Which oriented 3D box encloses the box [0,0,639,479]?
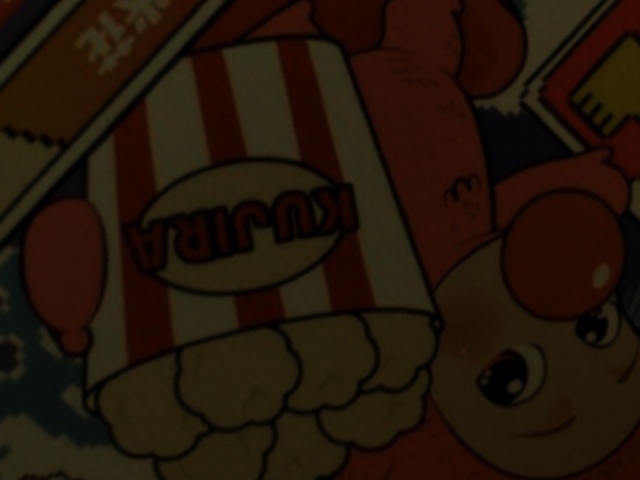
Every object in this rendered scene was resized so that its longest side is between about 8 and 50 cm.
[{"bbox_3d":[0.000,0.000,0.531,0.349,0.318,0.257,-46,15,-1],"label":"box"}]
